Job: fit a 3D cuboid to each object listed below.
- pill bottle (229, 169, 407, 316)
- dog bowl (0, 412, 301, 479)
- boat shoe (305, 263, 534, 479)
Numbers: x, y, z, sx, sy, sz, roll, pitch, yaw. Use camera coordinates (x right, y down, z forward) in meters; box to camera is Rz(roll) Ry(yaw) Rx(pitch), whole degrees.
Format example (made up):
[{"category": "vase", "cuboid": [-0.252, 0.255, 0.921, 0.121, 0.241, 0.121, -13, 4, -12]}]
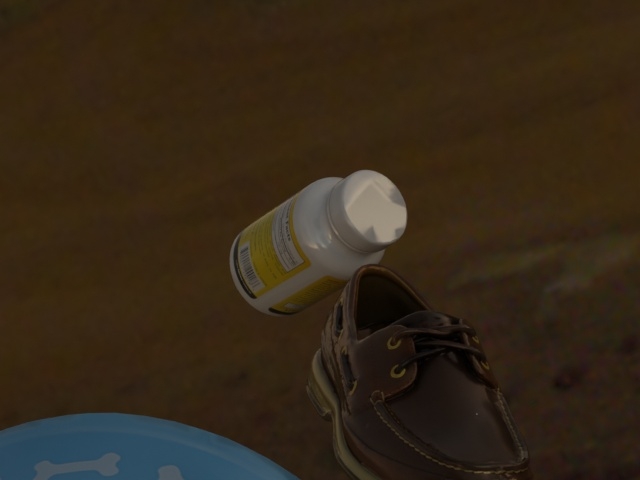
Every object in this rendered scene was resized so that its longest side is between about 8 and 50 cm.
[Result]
[{"category": "pill bottle", "cuboid": [0.000, 0.000, 1.098, 0.065, 0.065, 0.116, -39, 6, -40]}, {"category": "dog bowl", "cuboid": [-0.015, 0.185, 0.467, 0.166, 0.297, 0.074, -37, 9, 20]}, {"category": "boat shoe", "cuboid": [0.036, 0.058, 0.712, 0.064, 0.060, 0.178, 3, 16, -17]}]
